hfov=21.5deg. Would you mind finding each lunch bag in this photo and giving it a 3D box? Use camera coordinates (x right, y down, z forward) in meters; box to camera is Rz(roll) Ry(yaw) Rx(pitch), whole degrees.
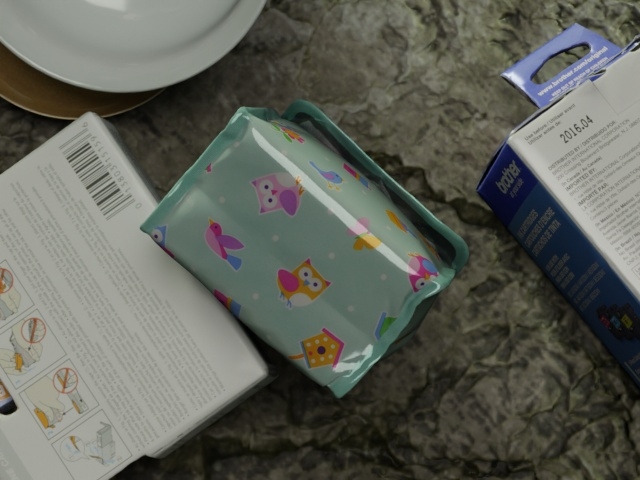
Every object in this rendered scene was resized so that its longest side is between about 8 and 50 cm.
[{"bbox_3d":[0.000,0.000,1.418,0.223,0.262,0.160,42,101,5],"label":"lunch bag"}]

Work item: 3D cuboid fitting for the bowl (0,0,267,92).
[{"bbox_3d":[-0.171,-0.289,1.483,0.298,0.134,0.297,2,109,5],"label":"bowl"}]

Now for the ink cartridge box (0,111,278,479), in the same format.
[{"bbox_3d":[-0.209,0.069,1.428,0.239,0.060,0.275,-35,80,4],"label":"ink cartridge box"}]

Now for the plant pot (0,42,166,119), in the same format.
[{"bbox_3d":[-0.226,-0.217,1.570,0.236,0.032,0.236,2,73,-7],"label":"plant pot"}]

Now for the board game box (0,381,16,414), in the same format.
[{"bbox_3d":[-0.317,0.053,1.467,0.160,0.039,0.211,-31,79,-16],"label":"board game box"}]

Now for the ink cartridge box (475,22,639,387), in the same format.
[{"bbox_3d":[0.332,-0.040,1.520,0.270,0.151,0.395,-35,81,-17],"label":"ink cartridge box"}]
